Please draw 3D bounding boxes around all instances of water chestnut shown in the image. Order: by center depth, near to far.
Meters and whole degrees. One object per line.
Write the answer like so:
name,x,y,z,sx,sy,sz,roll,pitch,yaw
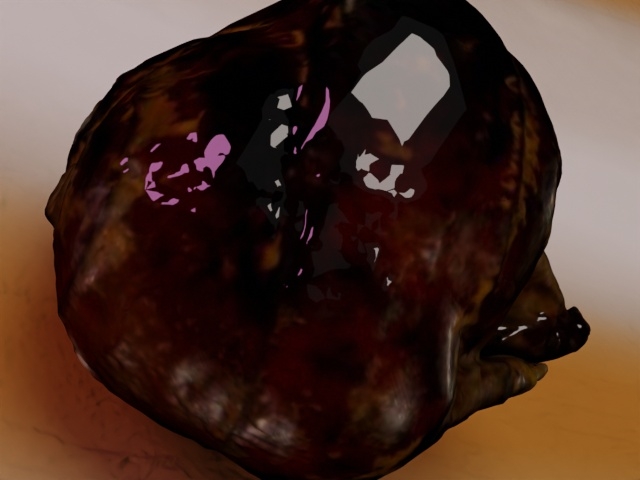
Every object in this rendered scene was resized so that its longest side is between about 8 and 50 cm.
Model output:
water chestnut,0.000,0.000,0.693,0.289,0.289,0.244,-46,116,-54
